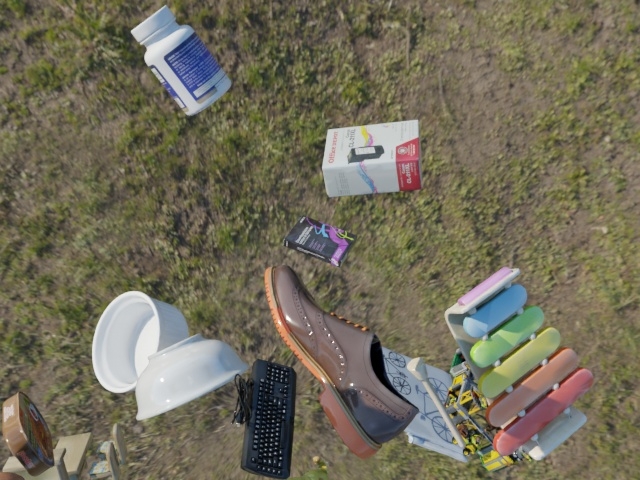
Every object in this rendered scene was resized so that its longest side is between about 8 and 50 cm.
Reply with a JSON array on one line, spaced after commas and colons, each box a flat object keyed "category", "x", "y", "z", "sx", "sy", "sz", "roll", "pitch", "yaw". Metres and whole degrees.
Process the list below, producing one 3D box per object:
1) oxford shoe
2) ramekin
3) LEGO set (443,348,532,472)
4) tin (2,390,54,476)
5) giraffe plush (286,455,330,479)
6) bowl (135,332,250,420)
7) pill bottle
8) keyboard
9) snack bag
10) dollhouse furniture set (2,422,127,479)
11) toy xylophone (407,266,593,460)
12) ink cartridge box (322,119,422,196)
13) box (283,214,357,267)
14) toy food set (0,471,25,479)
[{"category": "oxford shoe", "x": 0.022, "y": 0.127, "z": 0.811, "sx": 0.098, "sy": 0.097, "sz": 0.271, "roll": -38, "pitch": 66, "yaw": 10}, {"category": "ramekin", "x": -0.496, "y": 0.289, "z": 1.819, "sx": 0.277, "sy": 0.135, "sz": 0.277, "roll": -12, "pitch": 69, "yaw": 32}, {"category": "LEGO set", "x": 0.428, "y": 0.346, "z": 1.497, "sx": 0.255, "sy": 0.192, "sz": 0.331, "roll": 51, "pitch": 33, "yaw": 2}, {"category": "tin", "x": -0.501, "y": 0.328, "z": 1.113, "sx": 0.040, "sy": 0.190, "sz": 0.106, "roll": -28, "pitch": 112, "yaw": -17}, {"category": "giraffe plush", "x": -0.004, "y": 0.603, "z": 1.424, "sx": 0.210, "sy": 0.181, "sz": 0.170, "roll": -31, "pitch": 53, "yaw": -30}, {"category": "bowl", "x": -0.336, "y": 0.318, "z": 1.611, "sx": 0.298, "sy": 0.298, "sz": 0.134, "roll": -23, "pitch": 88, "yaw": -10}, {"category": "pill bottle", "x": -0.267, "y": -0.344, "z": 1.242, "sx": 0.112, "sy": 0.112, "sz": 0.186, "roll": -43, "pitch": 115, "yaw": -13}, {"category": "keyboard", "x": -0.083, "y": 0.256, "z": 0.975, "sx": 0.100, "sy": 0.038, "sz": 0.192, "roll": 13, "pitch": 41, "yaw": -11}, {"category": "snack bag", "x": 0.241, "y": 0.430, "z": 1.798, "sx": 0.343, "sy": 0.323, "sz": 0.037, "roll": 24, "pitch": 118, "yaw": -14}, {"category": "dollhouse furniture set", "x": -0.543, "y": 0.460, "z": 1.353, "sx": 0.212, "sy": 0.242, "sz": 0.161, "roll": -9, "pitch": 108, "yaw": -4}, {"category": "toy xylophone", "x": 0.284, "y": 0.209, "z": 1.026, "sx": 0.236, "sy": 0.081, "sz": 0.322, "roll": -41, "pitch": 109, "yaw": -11}, {"category": "ink cartridge box", "x": 0.097, "y": -0.151, "z": 1.202, "sx": 0.175, "sy": 0.072, "sz": 0.127, "roll": -4, "pitch": 43, "yaw": 11}, {"category": "box", "x": 0.000, "y": 0.000, "z": 1.680, "sx": 0.162, "sy": 0.029, "sz": 0.116, "roll": 19, "pitch": 42, "yaw": 13}, {"category": "toy food set", "x": -0.401, "y": 0.315, "z": 0.794, "sx": 0.218, "sy": 0.128, "sz": 0.071, "roll": -4, "pitch": 82, "yaw": 14}]
